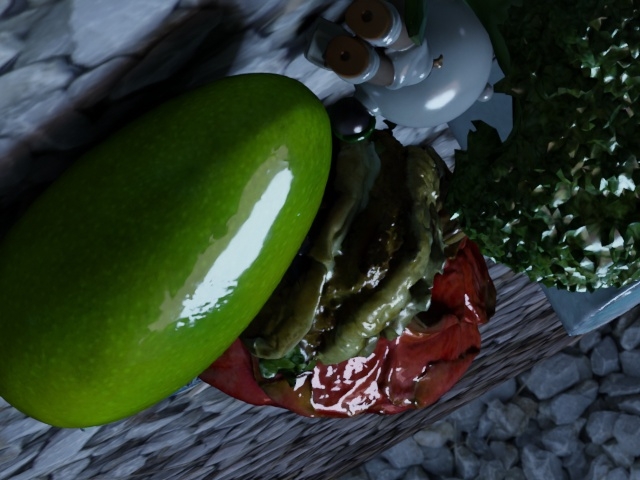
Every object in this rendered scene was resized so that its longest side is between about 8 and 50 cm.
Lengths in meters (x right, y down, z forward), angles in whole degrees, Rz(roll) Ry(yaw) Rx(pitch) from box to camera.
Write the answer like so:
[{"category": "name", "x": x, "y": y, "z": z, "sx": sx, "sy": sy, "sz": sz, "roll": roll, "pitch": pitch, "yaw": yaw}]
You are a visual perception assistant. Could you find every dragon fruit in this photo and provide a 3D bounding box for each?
[{"category": "dragon fruit", "x": 0.066, "y": 0.044, "z": 1.623, "sx": 0.317, "sy": 0.152, "sz": 0.205, "roll": -21, "pitch": 141, "yaw": -39}]

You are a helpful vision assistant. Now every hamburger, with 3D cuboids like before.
[{"category": "hamburger", "x": 0.000, "y": 0.000, "z": 1.439, "sx": 0.130, "sy": 0.183, "sz": 0.206, "roll": 25, "pitch": 142, "yaw": -23}]

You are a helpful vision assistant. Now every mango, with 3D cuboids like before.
[{"category": "mango", "x": -0.110, "y": 0.006, "z": 1.214, "sx": 0.192, "sy": 0.156, "sz": 0.343, "roll": -28, "pitch": 166, "yaw": -51}]

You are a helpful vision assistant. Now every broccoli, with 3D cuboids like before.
[{"category": "broccoli", "x": 0.189, "y": -0.162, "z": 0.967, "sx": 0.413, "sy": 0.310, "sz": 0.321, "roll": -63, "pitch": -171, "yaw": -27}]

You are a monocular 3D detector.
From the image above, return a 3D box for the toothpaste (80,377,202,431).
[{"category": "toothpaste", "x": -0.061, "y": 0.078, "z": 1.772, "sx": 0.392, "sy": 0.061, "sz": 0.099, "roll": -28, "pitch": 158, "yaw": -10}]

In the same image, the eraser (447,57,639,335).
[{"category": "eraser", "x": 0.220, "y": -0.061, "z": 1.522, "sx": 0.174, "sy": 0.227, "sz": 0.081, "roll": -36, "pitch": 163, "yaw": 26}]

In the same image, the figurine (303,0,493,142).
[{"category": "figurine", "x": 0.051, "y": -0.128, "z": 1.227, "sx": 0.147, "sy": 0.093, "sz": 0.197, "roll": -57, "pitch": 152, "yaw": 11}]
